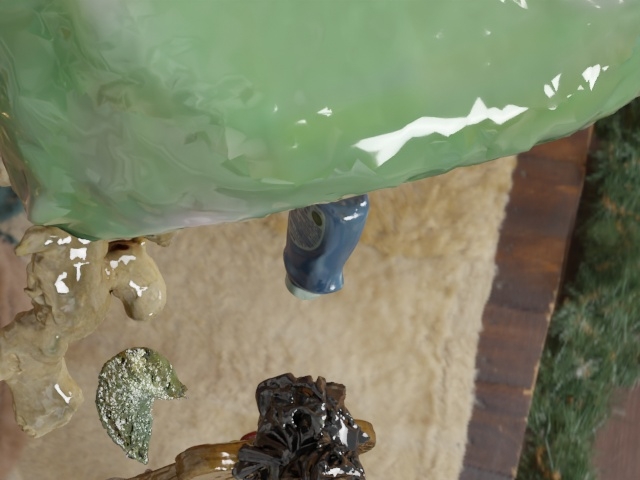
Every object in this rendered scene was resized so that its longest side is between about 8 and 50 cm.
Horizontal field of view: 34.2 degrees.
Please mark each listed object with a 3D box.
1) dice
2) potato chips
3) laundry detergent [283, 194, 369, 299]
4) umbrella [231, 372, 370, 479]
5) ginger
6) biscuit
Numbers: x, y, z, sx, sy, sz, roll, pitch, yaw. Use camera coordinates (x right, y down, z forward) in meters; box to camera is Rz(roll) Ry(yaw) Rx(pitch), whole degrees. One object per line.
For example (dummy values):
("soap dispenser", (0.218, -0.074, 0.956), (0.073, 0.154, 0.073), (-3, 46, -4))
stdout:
("dice", (-0.028, -0.186, 0.531), (0.330, 0.318, 0.322), (-14, 98, -16))
("potato chips", (-0.328, 0.291, 1.925), (0.029, 0.220, 0.202), (-17, 109, 33))
("laundry detergent", (0.000, 0.000, 1.682), (0.094, 0.290, 0.143), (-21, 58, -25))
("umbrella", (-0.014, 0.246, 0.992), (0.128, 0.336, 0.154), (19, 114, -14))
("ginger", (-0.170, 0.035, 0.767), (0.149, 0.258, 0.065), (-7, 32, -31))
("biscuit", (-0.103, 0.303, 1.442), (0.432, 0.283, 0.064), (-28, 63, 36))
